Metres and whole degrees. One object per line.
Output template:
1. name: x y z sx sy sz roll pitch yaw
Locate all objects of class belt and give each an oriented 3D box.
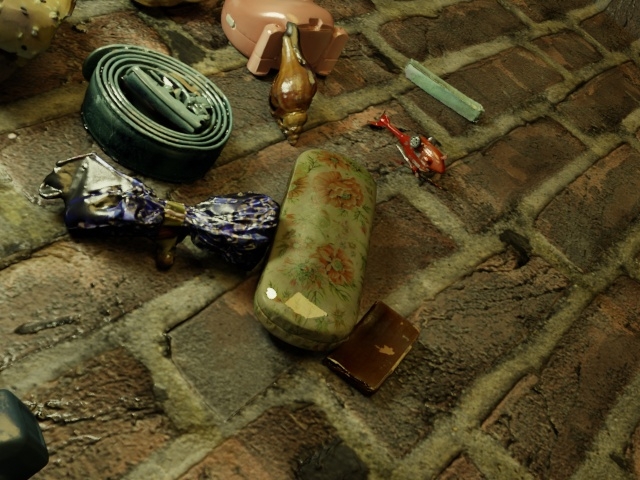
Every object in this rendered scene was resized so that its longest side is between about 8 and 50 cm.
1. belt: -0.272 -0.216 1.360 0.268 0.116 0.206 32 44 -6

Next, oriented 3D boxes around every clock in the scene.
1. clock: -0.090 -0.464 1.722 0.227 0.142 0.241 -9 52 -40

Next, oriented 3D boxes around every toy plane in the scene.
1. toy plane: 0.185 -0.195 1.688 0.126 0.077 0.194 13 34 -36

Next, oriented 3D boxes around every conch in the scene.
1. conch: -0.046 -0.296 1.569 0.086 0.080 0.232 21 82 -33

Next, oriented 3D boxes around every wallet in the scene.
1. wallet: 0.083 0.164 1.284 0.095 0.026 0.176 34 38 10

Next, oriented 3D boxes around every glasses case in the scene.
1. glasses case: 0.000 0.000 1.337 0.157 0.098 0.425 21 41 -8

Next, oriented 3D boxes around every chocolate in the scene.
1. chocolate: -0.232 -0.035 1.210 0.344 0.126 0.148 11 86 -20

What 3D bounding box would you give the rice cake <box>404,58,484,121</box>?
1. rice cake: 0.285 -0.345 1.926 0.211 0.043 0.034 35 44 3

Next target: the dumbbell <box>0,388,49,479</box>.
1. dumbbell: -0.301 0.308 0.783 0.144 0.160 0.324 25 29 -58

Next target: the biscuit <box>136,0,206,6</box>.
1. biscuit: -0.283 -0.566 1.704 0.184 0.047 0.319 19 50 -7

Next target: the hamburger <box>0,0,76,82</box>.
1. hamburger: -0.538 -0.405 1.277 0.277 0.195 0.317 26 40 -38
